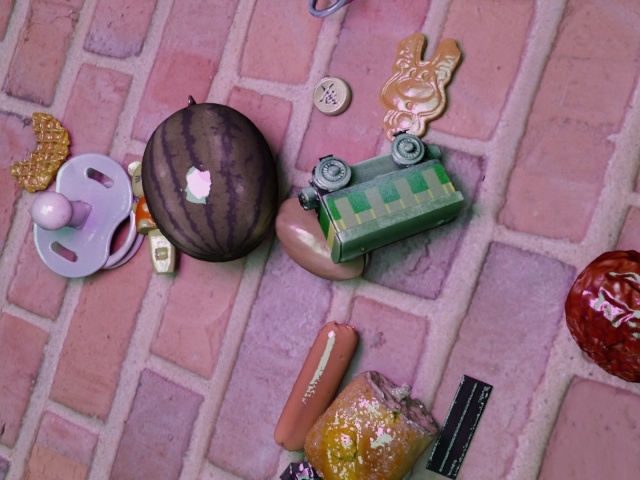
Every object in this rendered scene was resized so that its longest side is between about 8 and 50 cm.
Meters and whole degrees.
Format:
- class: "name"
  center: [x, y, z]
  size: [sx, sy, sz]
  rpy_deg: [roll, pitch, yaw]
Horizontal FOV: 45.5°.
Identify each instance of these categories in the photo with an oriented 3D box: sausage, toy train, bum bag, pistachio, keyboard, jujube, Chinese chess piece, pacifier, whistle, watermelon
- class: "sausage"
  center: [-0.010, 0.297, 1.551]
  size: [0.086, 0.086, 0.289]
  rpy_deg: [28, 95, 22]
- class: "toy train"
  center: [0.116, -0.087, 1.485]
  size: [0.300, 0.120, 0.203]
  rpy_deg: [-20, 69, -12]
- class: "bum bag"
  center: [-0.011, 0.537, 1.543]
  size: [0.087, 0.049, 0.198]
  rpy_deg: [-40, 72, 18]
- class: "pistachio"
  center: [0.000, 0.000, 1.560]
  size: [0.226, 0.136, 0.136]
  rpy_deg: [36, 97, 14]
- class: "keyboard"
  center: [0.267, 0.360, 1.468]
  size: [0.063, 0.010, 0.198]
  rpy_deg: [22, 92, 2]
- class: "jujube"
  center: [0.535, 0.135, 1.295]
  size: [0.232, 0.213, 0.213]
  rpy_deg: [35, 97, 20]
- class: "Chinese chess piece"
  center: [0.024, -0.309, 1.635]
  size: [0.084, 0.034, 0.084]
  rpy_deg: [-2, 84, 21]
- class: "pacifier"
  center: [-0.553, -0.054, 1.724]
  size: [0.244, 0.233, 0.300]
  rpy_deg: [27, 95, 19]
- class: "whistle"
  center: [-0.362, -0.067, 1.715]
  size: [0.131, 0.106, 0.289]
  rpy_deg: [-6, 78, 2]
- class: "watermelon"
  center: [-0.229, -0.131, 1.583]
  size: [0.278, 0.279, 0.360]
  rpy_deg: [-27, 62, 16]

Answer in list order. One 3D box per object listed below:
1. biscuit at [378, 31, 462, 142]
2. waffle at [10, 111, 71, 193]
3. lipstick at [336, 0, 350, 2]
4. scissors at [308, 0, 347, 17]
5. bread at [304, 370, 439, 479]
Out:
- class: "biscuit"
  center: [0.196, -0.310, 1.571]
  size: [0.143, 0.040, 0.237]
  rpy_deg: [19, 89, 27]
- class: "waffle"
  center: [-0.696, -0.216, 1.896]
  size: [0.149, 0.051, 0.194]
  rpy_deg: [42, 104, 20]
- class: "lipstick"
  center: [0.094, -0.561, 1.631]
  size: [0.145, 0.045, 0.045]
  rpy_deg: [-26, 76, 18]
- class: "scissors"
  center: [0.145, -0.610, 1.570]
  size: [0.383, 0.029, 0.256]
  rpy_deg: [-12, 62, 28]
- class: "bread"
  center: [0.094, 0.373, 1.453]
  size: [0.195, 0.176, 0.246]
  rpy_deg: [41, 98, 17]
